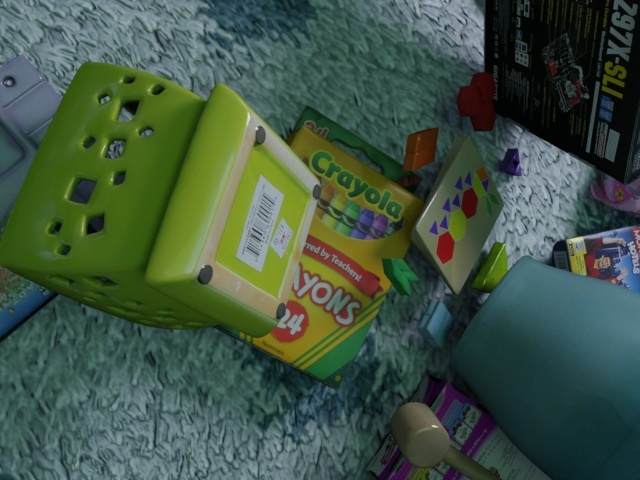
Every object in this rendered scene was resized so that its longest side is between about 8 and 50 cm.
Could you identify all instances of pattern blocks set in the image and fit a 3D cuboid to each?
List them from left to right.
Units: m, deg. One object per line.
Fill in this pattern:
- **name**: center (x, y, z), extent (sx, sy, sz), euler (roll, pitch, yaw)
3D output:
- **pattern blocks set**: center (0.184, -0.037, 0.872), extent (0.325, 0.026, 0.285), euler (-49, 125, -32)

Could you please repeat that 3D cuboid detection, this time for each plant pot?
- **plant pot**: center (-0.138, -0.028, 0.670), extent (0.227, 0.207, 0.228), euler (42, 61, -57)
- **plant pot**: center (0.313, 0.160, 0.826), extent (0.255, 0.271, 0.271), euler (35, 75, 20)

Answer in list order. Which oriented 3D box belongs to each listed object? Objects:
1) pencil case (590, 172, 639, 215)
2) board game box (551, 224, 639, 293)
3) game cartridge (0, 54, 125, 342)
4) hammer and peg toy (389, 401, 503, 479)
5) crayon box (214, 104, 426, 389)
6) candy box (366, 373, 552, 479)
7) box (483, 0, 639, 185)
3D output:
- **pencil case**: center (0.563, -0.064, 1.010), extent (0.284, 0.124, 0.124), euler (18, 82, -16)
- **board game box**: center (0.446, 0.079, 0.991), extent (0.194, 0.060, 0.194), euler (-9, 90, -19)
- **game cartridge**: center (-0.389, -0.006, 0.716), extent (0.355, 0.068, 0.230), euler (-43, 102, -15)
- **hammer and peg toy**: center (0.113, 0.397, 0.777), extent (0.266, 0.127, 0.361), euler (25, 98, -11)
- **crayon box**: center (0.000, 0.000, 0.839), extent (0.202, 0.081, 0.318), euler (29, 78, -14)
- **candy box**: center (0.201, 0.314, 0.894), extent (0.233, 0.071, 0.159), euler (38, 78, -12)
- **box**: center (0.308, -0.260, 0.789), extent (0.079, 0.257, 0.322), euler (-29, 134, -18)
